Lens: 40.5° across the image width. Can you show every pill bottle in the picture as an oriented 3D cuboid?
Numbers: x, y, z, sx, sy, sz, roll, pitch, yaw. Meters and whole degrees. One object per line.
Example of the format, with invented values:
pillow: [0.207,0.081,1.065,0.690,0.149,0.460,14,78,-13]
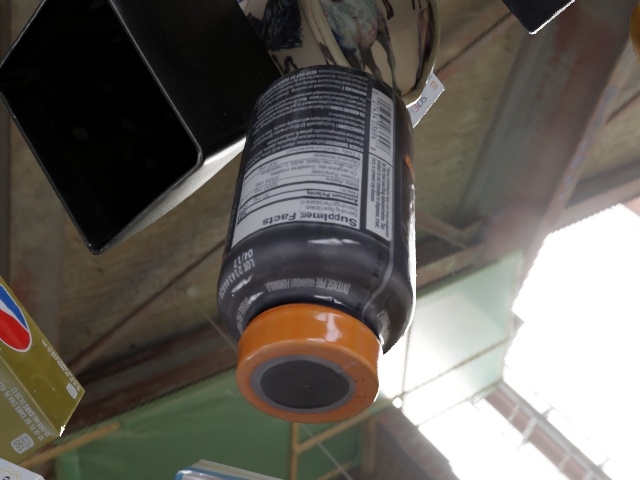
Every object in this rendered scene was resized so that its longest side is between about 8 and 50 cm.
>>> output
pill bottle: [0.000,0.000,0.596,0.131,0.245,0.130,3,-43,3]

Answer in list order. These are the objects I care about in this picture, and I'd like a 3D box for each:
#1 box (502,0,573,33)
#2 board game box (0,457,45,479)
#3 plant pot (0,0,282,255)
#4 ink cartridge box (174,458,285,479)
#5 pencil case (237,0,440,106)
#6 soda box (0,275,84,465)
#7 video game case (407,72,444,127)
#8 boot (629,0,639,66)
box: [0.131,-0.350,0.653,0.179,0.312,0.343,-40,7,25]
board game box: [-0.172,0.128,0.281,0.154,0.103,0.026,-48,-47,-38]
plant pot: [-0.140,-0.127,0.757,0.187,0.188,0.167,-34,-3,42]
ink cartridge box: [-0.063,0.339,0.858,0.270,0.197,0.198,110,174,-77]
pencil case: [-0.058,-0.212,0.922,0.160,0.410,0.183,-21,-76,-35]
soda box: [-0.187,0.022,0.391,0.058,0.181,0.061,-33,11,1]
video game case: [0.068,-0.236,1.181,0.023,0.201,0.183,-28,18,48]
boot: [0.196,-0.043,0.383,0.104,0.211,0.295,-42,-36,24]
